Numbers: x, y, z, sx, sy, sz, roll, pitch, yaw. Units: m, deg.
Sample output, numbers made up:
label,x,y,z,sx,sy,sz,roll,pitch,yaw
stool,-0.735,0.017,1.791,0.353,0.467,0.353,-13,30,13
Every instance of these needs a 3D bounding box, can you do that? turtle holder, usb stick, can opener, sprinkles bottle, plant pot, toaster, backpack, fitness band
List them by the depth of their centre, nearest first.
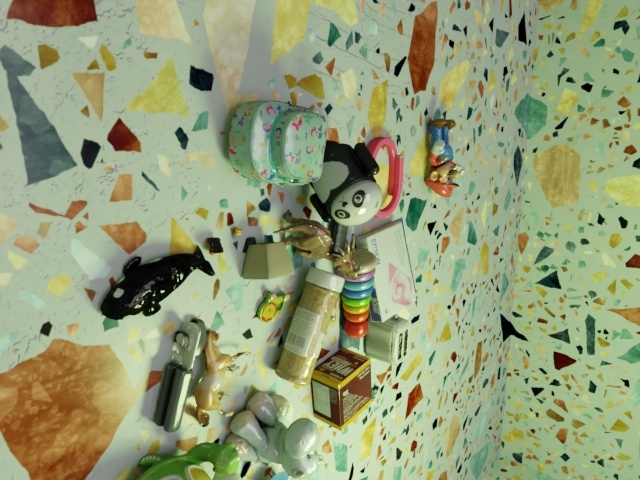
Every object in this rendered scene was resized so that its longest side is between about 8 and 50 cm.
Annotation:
label,x,y,z,sx,sy,sz,roll,pitch,yaw
turtle holder,-0.340,0.670,1.264,0.320,0.227,0.244,-22,116,-46
can opener,-0.345,0.340,1.289,0.093,0.074,0.281,19,85,-52
backpack,-0.111,-0.254,1.338,0.253,0.191,0.225,-1,101,-46
plant pot,-0.149,0.054,1.435,0.109,0.109,0.096,-7,93,-50
sprinkles bottle,-0.034,0.267,1.606,0.121,0.121,0.356,24,83,-51
usb stick,0.073,-0.087,1.709,0.077,0.045,0.278,6,95,-51
fitness band,0.226,-0.228,1.854,0.209,0.054,0.291,-15,110,-48
toaster,0.260,0.386,1.989,0.129,0.146,0.227,-12,109,-48

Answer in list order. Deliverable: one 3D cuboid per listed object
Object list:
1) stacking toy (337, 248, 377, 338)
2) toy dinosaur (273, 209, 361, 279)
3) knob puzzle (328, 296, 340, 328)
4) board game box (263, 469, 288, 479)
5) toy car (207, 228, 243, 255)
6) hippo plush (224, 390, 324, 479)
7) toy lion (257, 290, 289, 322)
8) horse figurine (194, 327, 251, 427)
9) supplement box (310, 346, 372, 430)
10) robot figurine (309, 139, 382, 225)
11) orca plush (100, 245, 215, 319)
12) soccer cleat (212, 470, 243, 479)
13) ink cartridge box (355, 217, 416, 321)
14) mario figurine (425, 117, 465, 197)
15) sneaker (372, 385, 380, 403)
label,x,y,z,sx,sy,sz,roll,pitch,yaw
stacking toy,0.130,0.201,1.804,0.141,0.141,0.331,-30,128,-43
toy dinosaur,0.000,0.000,1.520,0.295,0.200,0.127,36,72,-49
knob puzzle,0.011,0.224,1.731,0.213,0.030,0.213,-17,113,-47
board game box,-0.178,0.808,1.649,0.168,0.033,0.133,-40,142,-23
toy car,-0.246,0.012,1.340,0.122,0.060,0.041,-19,146,-40
hippo plush,-0.128,0.616,1.501,0.234,0.236,0.294,1,99,-51
toy lion,-0.146,0.201,1.535,0.100,0.034,0.096,10,99,-52
horse figurine,-0.283,0.386,1.388,0.174,0.066,0.263,34,71,-55
supplement box,0.078,0.525,1.815,0.191,0.129,0.194,-26,119,-44
robot figurine,0.063,-0.173,1.506,0.173,0.278,0.209,-25,157,-16
orca plush,-0.357,0.109,1.189,0.287,0.102,0.151,-14,110,-49
soccer cleat,-0.321,0.767,1.419,0.116,0.143,0.331,27,102,-45
ink cartridge box,0.278,0.102,1.946,0.330,0.071,0.324,-23,104,-44
mario figurine,0.530,-0.338,2.097,0.198,0.170,0.321,-6,98,-15
sneaker,0.223,0.658,2.104,0.098,0.038,0.069,-48,132,-31
